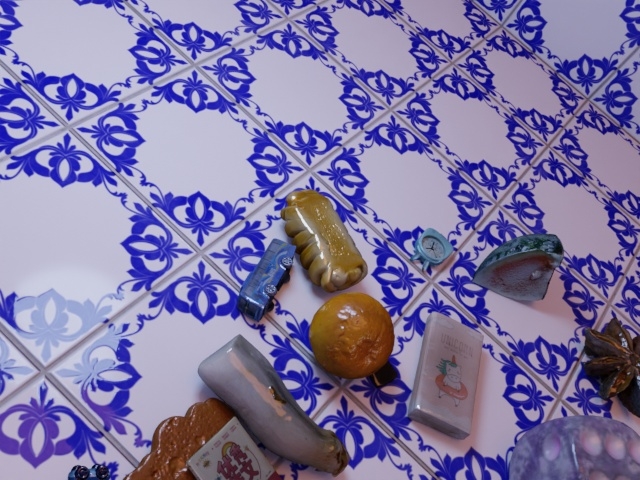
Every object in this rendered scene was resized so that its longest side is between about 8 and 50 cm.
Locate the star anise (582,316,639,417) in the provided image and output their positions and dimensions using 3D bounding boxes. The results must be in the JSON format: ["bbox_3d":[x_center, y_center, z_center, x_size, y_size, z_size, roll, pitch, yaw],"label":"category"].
[{"bbox_3d":[0.929,0.390,2.200,0.332,0.117,0.331,9,59,-15],"label":"star anise"}]

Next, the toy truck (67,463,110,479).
[{"bbox_3d":[-0.434,0.484,1.435,0.136,0.063,0.074,5,74,-27],"label":"toy truck"}]

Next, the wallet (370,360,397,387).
[{"bbox_3d":[0.138,0.309,1.896,0.082,0.018,0.156,-16,65,-35],"label":"wallet"}]

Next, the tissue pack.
[{"bbox_3d":[0.342,0.357,1.935,0.170,0.071,0.325,26,49,-6],"label":"tissue pack"}]

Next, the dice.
[{"bbox_3d":[0.651,0.605,1.782,0.270,0.271,0.270,15,51,-19],"label":"dice"}]

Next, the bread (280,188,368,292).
[{"bbox_3d":[0.000,0.000,1.981,0.173,0.121,0.311,-10,62,-37],"label":"bread"}]

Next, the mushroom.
[{"bbox_3d":[-0.097,0.388,1.637,0.397,0.126,0.177,48,22,8],"label":"mushroom"}]

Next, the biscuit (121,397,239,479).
[{"bbox_3d":[-0.279,0.476,1.517,0.202,0.047,0.333,39,42,-8],"label":"biscuit"}]

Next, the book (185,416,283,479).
[{"bbox_3d":[-0.165,0.515,1.534,0.231,0.022,0.162,54,39,-1],"label":"book"}]

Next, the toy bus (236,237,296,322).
[{"bbox_3d":[-0.138,0.100,1.869,0.094,0.079,0.236,21,47,8],"label":"toy bus"}]

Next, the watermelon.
[{"bbox_3d":[0.613,0.099,2.204,0.290,0.320,0.213,-20,93,-5],"label":"watermelon"}]

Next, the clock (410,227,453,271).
[{"bbox_3d":[0.332,0.032,2.188,0.108,0.045,0.147,43,49,8],"label":"clock"}]

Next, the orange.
[{"bbox_3d":[0.078,0.236,1.792,0.219,0.219,0.193,-24,30,-38],"label":"orange"}]
